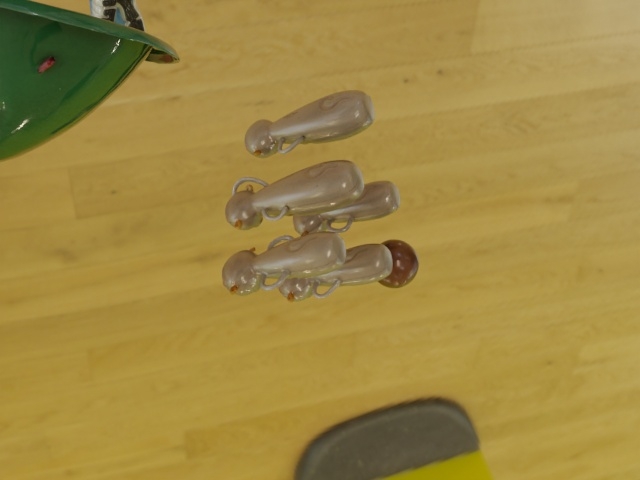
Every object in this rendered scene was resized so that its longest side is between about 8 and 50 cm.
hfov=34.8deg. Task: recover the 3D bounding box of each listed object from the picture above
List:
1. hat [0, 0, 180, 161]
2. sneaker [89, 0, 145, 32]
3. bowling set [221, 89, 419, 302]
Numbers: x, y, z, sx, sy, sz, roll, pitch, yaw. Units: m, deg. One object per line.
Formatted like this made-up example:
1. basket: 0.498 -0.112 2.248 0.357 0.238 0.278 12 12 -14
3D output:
1. hat: -0.206 -0.050 0.619 0.208 0.173 0.184 13 93 9
2. sneaker: -0.205 -0.260 0.987 0.063 0.073 0.162 -7 134 -23
3. bowling set: 0.000 0.000 1.076 0.154 0.287 0.200 -14 127 25
